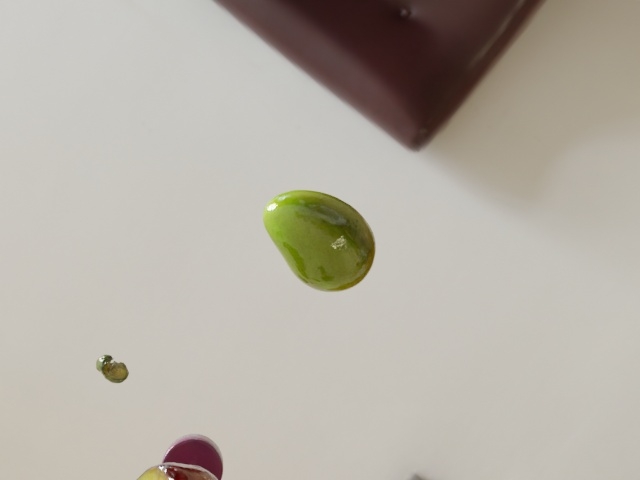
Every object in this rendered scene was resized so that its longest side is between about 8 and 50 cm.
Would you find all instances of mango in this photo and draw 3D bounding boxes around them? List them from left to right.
[{"bbox_3d":[0.009,-0.002,1.878,0.273,0.185,0.149,56,-165,-39],"label":"mango"}]

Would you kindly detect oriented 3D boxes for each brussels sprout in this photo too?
[{"bbox_3d":[-0.428,0.259,1.859,0.051,0.046,0.083,-10,139,22],"label":"brussels sprout"}]

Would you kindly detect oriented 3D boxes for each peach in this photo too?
[{"bbox_3d":[-0.323,0.619,2.054,0.249,0.274,0.245,38,-148,22],"label":"peach"}]

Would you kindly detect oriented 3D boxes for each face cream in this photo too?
[{"bbox_3d":[-0.364,0.643,2.600,0.175,0.175,0.195,40,172,0],"label":"face cream"}]
